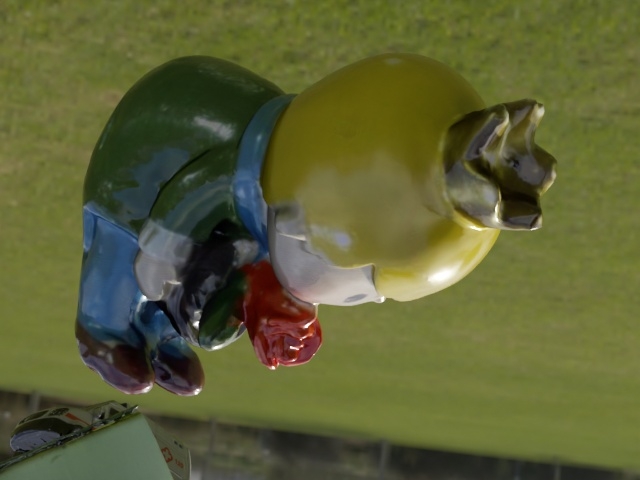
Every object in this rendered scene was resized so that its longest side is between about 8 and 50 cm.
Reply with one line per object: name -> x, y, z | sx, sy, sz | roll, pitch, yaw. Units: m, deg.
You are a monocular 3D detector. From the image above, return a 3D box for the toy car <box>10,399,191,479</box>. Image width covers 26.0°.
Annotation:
toy car -> -0.228, 0.221, 1.460 | 0.089, 0.108, 0.209 | -21, 133, 34

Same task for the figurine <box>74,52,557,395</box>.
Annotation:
figurine -> -0.008, 0.001, 0.650 | 0.234, 0.185, 0.127 | 13, 171, 31

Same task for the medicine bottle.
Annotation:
medicine bottle -> -0.210, 0.228, 0.977 | 0.137, 0.141, 0.250 | -17, 171, -42
